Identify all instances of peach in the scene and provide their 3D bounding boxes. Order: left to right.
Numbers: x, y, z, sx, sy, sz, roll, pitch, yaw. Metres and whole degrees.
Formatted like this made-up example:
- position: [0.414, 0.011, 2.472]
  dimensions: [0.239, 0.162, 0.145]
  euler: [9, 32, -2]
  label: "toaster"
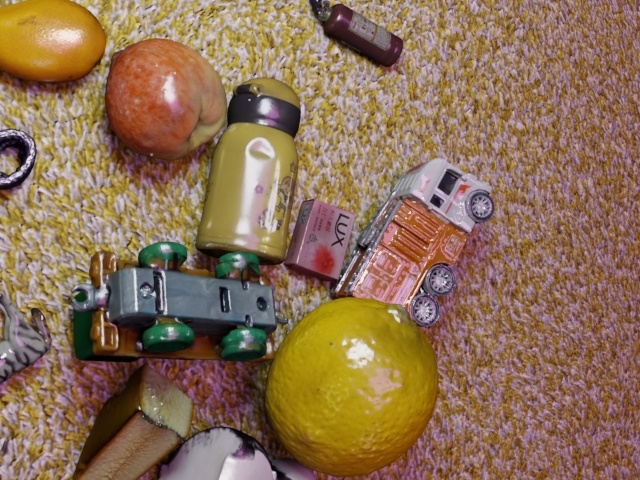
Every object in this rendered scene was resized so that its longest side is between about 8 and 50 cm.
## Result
- position: [-0.287, -0.258, 1.381]
  dimensions: [0.232, 0.232, 0.233]
  euler: [2, 87, -29]
  label: "peach"

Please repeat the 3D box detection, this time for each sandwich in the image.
- position: [-0.337, 0.346, 1.356]
  dimensions: [0.122, 0.128, 0.235]
  euler: [38, 113, -22]
  label: "sandwich"

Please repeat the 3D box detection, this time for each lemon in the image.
- position: [0.057, 0.270, 1.429]
  dimensions: [0.336, 0.336, 0.336]
  euler: [2, 87, -29]
  label: "lemon"

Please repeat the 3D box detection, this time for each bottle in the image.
- position: [-0.122, -0.137, 1.468]
  dimensions: [0.171, 0.171, 0.351]
  euler: [15, 80, -28]
  label: "bottle"

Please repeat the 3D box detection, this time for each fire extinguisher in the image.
- position: [0.068, -0.461, 1.654]
  dimensions: [0.231, 0.071, 0.099]
  euler: [24, 49, -25]
  label: "fire extinguisher"

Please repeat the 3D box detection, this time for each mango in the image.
- position: [-0.479, -0.341, 1.317]
  dimensions: [0.219, 0.112, 0.145]
  euler: [-3, 89, -18]
  label: "mango"

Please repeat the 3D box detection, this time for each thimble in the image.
- position: [-0.529, -0.136, 1.298]
  dimensions: [0.104, 0.066, 0.095]
  euler: [-21, 95, -29]
  label: "thimble"

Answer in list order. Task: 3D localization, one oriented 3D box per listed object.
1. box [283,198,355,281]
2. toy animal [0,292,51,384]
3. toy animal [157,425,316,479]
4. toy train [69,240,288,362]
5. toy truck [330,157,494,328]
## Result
- position: [0.000, 0.000, 1.594]
  dimensions: [0.111, 0.060, 0.156]
  euler: [20, 79, -29]
  label: "box"
- position: [-0.563, 0.200, 1.256]
  dimensions: [0.170, 0.090, 0.255]
  euler: [42, 71, -26]
  label: "toy animal"
- position: [-0.128, 0.495, 1.412]
  dimensions: [0.310, 0.251, 0.251]
  euler: [48, 66, -30]
  label: "toy animal"
- position: [-0.252, 0.133, 1.346]
  dimensions: [0.429, 0.249, 0.178]
  euler: [11, 62, -42]
  label: "toy train"
- position: [0.192, 0.007, 1.638]
  dimensions: [0.207, 0.173, 0.388]
  euler: [34, 74, -14]
  label: "toy truck"
